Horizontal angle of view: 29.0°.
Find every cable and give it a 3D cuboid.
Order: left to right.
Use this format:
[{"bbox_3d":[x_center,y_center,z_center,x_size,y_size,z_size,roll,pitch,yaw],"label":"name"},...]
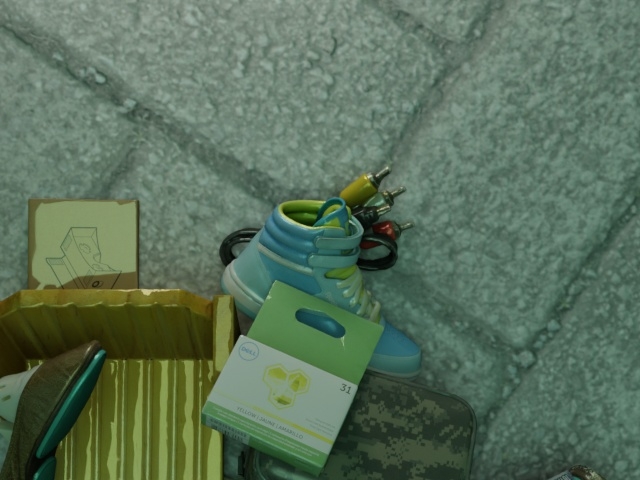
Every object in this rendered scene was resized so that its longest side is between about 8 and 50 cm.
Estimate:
[{"bbox_3d":[0.000,0.000,1.824,0.287,0.072,0.140,-20,108,13],"label":"cable"}]

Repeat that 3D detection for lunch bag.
[{"bbox_3d":[0.040,0.312,1.721,0.305,0.256,0.213,15,60,-2],"label":"lunch bag"}]

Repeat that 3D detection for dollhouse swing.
[{"bbox_3d":[-0.287,0.264,1.704,0.346,0.315,0.305,1,66,0],"label":"dollhouse swing"}]

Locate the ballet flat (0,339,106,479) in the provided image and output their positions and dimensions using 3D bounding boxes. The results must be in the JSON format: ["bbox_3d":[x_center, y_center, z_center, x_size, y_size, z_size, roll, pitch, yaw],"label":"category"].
[{"bbox_3d":[-0.388,0.254,1.622,0.124,0.116,0.342,27,118,8],"label":"ballet flat"}]

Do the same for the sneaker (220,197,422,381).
[{"bbox_3d":[0.039,0.063,1.740,0.319,0.127,0.208,29,114,-8],"label":"sneaker"}]

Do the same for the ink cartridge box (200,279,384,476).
[{"bbox_3d":[-0.030,0.167,1.611,0.171,0.056,0.235,24,63,5],"label":"ink cartridge box"}]

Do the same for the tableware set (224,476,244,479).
[{"bbox_3d":[-0.168,0.418,1.826,0.194,0.039,0.128,-5,77,-5],"label":"tableware set"}]

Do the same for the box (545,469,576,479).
[{"bbox_3d":[0.257,0.435,1.639,0.142,0.247,0.163,53,135,24],"label":"box"}]

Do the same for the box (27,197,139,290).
[{"bbox_3d":[-0.350,0.038,1.829,0.164,0.021,0.201,1,91,0],"label":"box"}]

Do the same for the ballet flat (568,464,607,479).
[{"bbox_3d":[0.449,0.542,1.786,0.182,0.164,0.483,-9,97,-21],"label":"ballet flat"}]
